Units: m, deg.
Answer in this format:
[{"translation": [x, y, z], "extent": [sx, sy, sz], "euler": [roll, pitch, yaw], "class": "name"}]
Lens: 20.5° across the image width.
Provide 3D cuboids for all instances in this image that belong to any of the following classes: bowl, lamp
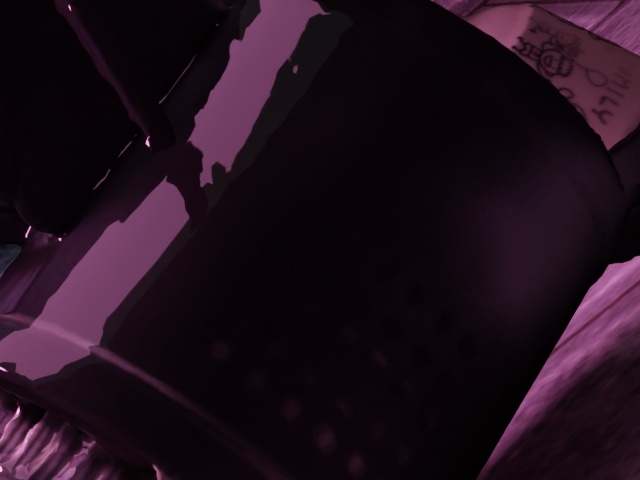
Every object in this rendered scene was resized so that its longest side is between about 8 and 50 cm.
[{"translation": [0.083, -0.052, 1.080], "extent": [0.237, 0.126, 0.238], "euler": [-50, 7, 9], "class": "bowl"}, {"translation": [-0.011, 0.039, 0.707], "extent": [0.205, 0.374, 0.272], "euler": [-12, 60, 64], "class": "lamp"}]

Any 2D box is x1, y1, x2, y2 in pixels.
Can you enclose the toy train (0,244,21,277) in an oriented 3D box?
[{"translation": [-0.181, 0.138, 0.931], "extent": [0.299, 0.238, 0.167], "euler": [-40, 9, 11], "class": "toy train"}]
